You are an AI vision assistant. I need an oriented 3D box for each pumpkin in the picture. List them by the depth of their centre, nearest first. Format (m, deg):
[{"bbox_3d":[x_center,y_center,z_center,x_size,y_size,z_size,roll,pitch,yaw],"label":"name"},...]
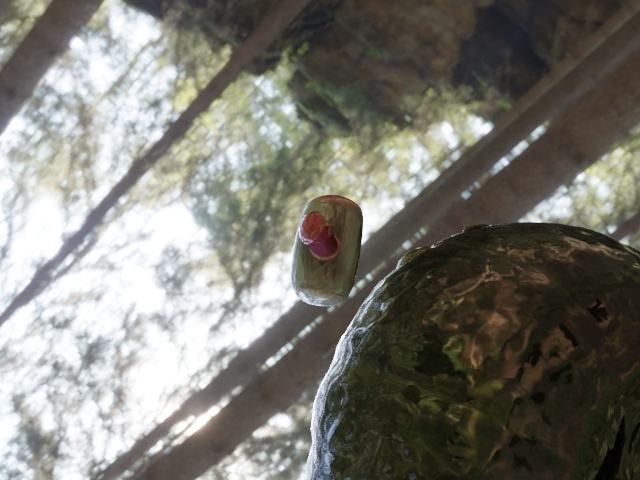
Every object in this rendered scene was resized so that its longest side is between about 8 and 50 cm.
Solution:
[{"bbox_3d":[0.130,0.137,0.589,0.300,0.207,0.300,-1,-87,-28],"label":"pumpkin"}]

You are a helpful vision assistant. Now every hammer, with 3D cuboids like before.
[{"bbox_3d":[0.000,0.000,0.460,0.083,0.031,0.052,57,-140,-78],"label":"hammer"}]
